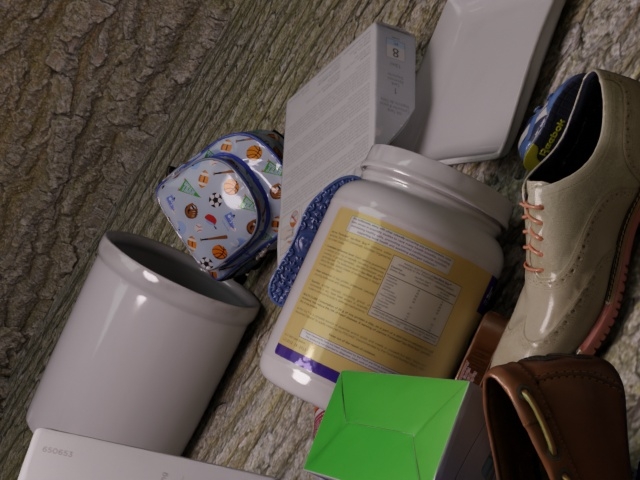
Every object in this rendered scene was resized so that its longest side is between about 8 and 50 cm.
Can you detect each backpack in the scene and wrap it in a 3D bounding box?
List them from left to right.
[{"bbox_3d":[-0.156,-0.081,2.167,0.263,0.276,0.213,-36,0,17],"label":"backpack"}]

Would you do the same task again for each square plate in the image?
[{"bbox_3d":[0.242,-0.255,1.743,0.344,0.049,0.347,-6,60,65],"label":"square plate"}]

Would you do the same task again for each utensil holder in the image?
[{"bbox_3d":[-0.344,0.221,2.185,0.386,0.327,0.327,-63,22,6],"label":"utensil holder"}]

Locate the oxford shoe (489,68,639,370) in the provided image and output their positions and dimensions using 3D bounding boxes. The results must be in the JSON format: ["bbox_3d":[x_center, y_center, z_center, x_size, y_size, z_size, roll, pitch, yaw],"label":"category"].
[{"bbox_3d":[0.264,-0.001,1.284,0.397,0.146,0.140,-66,22,-3],"label":"oxford shoe"}]

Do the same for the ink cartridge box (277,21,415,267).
[{"bbox_3d":[0.042,-0.124,1.913,0.308,0.091,0.385,-33,50,53],"label":"ink cartridge box"}]

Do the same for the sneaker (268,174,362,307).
[{"bbox_3d":[0.000,0.000,1.760,0.232,0.081,0.090,-54,-7,7],"label":"sneaker"}]

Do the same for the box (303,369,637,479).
[{"bbox_3d":[0.148,0.238,1.171,0.262,0.231,0.127,-9,56,65],"label":"box"}]

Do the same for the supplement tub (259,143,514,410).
[{"bbox_3d":[0.090,0.068,1.479,0.331,0.241,0.241,-65,22,-3],"label":"supplement tub"}]

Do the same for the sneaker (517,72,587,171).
[{"bbox_3d":[0.303,-0.160,1.500,0.144,0.053,0.059,-56,21,18],"label":"sneaker"}]

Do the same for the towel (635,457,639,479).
[{"bbox_3d":[0.384,0.122,0.989,0.227,0.076,0.308,-17,52,57],"label":"towel"}]

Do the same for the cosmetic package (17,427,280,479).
[{"bbox_3d":[-0.256,0.495,1.517,0.394,0.327,0.329,106,175,-57],"label":"cosmetic package"}]

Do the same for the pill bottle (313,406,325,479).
[{"bbox_3d":[0.031,0.287,1.579,0.086,0.086,0.152,-46,28,38],"label":"pill bottle"}]

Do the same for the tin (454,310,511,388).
[{"bbox_3d":[0.176,0.173,1.381,0.190,0.040,0.106,-66,-13,-2],"label":"tin"}]

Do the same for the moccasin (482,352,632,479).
[{"bbox_3d":[0.207,0.288,0.972,0.139,0.147,0.380,-6,90,65],"label":"moccasin"}]
